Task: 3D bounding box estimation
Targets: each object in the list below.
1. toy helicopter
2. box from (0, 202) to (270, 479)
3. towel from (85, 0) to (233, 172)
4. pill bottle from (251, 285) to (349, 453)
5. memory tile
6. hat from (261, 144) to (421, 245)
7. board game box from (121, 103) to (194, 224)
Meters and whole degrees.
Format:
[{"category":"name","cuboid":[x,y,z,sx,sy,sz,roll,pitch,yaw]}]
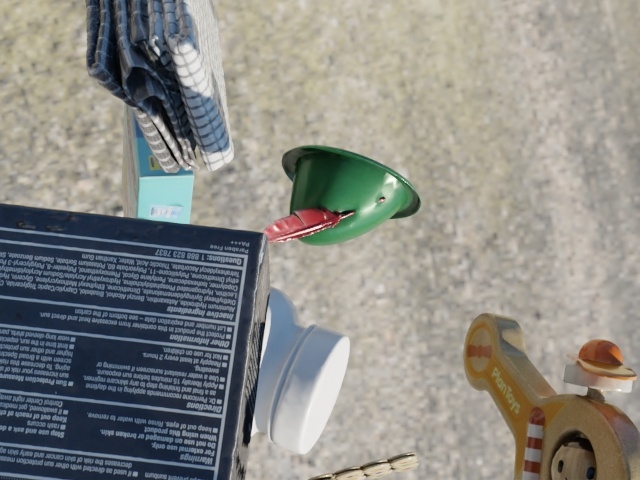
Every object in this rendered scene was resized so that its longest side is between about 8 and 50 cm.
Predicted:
[{"category":"toy helicopter","cuboid":[0.218,0.166,1.333,0.140,0.355,0.235,5,117,-20]},{"category":"box","cuboid":[-0.209,0.141,1.266,0.183,0.296,0.294,92,5,-69]},{"category":"towel","cuboid":[-0.188,-0.240,1.599,0.235,0.121,0.284,72,7,-58]},{"category":"pill bottle","cuboid":[-0.146,0.118,1.584,0.188,0.333,0.188,20,90,-77]},{"category":"memory tile","cuboid":[0.058,0.307,1.841,0.113,0.148,0.012,72,3,-74]},{"category":"hat","cuboid":[0.000,0.000,1.694,0.208,0.173,0.184,21,68,-6]},{"category":"board game box","cuboid":[-0.246,-0.084,2.054,0.336,0.079,0.254,102,-18,-52]}]
